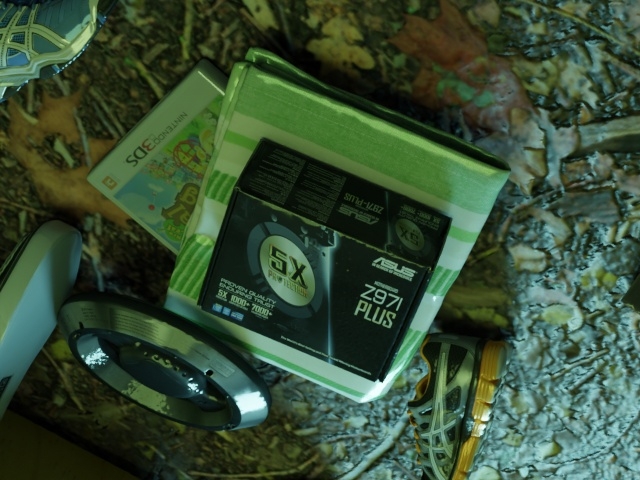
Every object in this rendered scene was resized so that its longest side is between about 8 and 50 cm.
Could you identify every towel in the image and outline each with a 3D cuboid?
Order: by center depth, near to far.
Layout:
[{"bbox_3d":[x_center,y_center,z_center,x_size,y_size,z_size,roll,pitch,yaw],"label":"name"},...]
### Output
[{"bbox_3d":[0.000,0.000,1.495,0.248,0.038,0.325,24,131,2],"label":"towel"}]

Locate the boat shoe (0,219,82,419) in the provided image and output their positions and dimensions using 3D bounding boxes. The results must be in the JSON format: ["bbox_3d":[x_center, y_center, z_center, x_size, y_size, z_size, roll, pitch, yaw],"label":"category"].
[{"bbox_3d":[-0.342,0.102,1.652,0.105,0.113,0.306,32,106,15],"label":"boat shoe"}]

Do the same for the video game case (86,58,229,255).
[{"bbox_3d":[-0.083,-0.042,1.535,0.212,0.023,0.193,41,131,-13],"label":"video game case"}]

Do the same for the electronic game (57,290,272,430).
[{"bbox_3d":[-0.154,0.120,1.645,0.229,0.048,0.229,21,154,11],"label":"electronic game"}]

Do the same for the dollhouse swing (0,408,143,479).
[{"bbox_3d":[-0.385,0.352,1.825,0.347,0.315,0.305,28,121,-2],"label":"dollhouse swing"}]

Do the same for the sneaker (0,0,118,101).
[{"bbox_3d":[-0.255,-0.185,1.450,0.211,0.080,0.081,-25,118,34],"label":"sneaker"}]

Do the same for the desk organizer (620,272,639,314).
[{"bbox_3d":[0.327,0.070,1.438,0.130,0.050,0.047,36,100,12],"label":"desk organizer"}]

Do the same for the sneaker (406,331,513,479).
[{"bbox_3d":[0.120,0.170,1.592,0.083,0.084,0.215,19,123,10],"label":"sneaker"}]

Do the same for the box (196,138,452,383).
[{"bbox_3d":[0.002,0.020,1.433,0.180,0.077,0.147,23,131,2],"label":"box"}]
